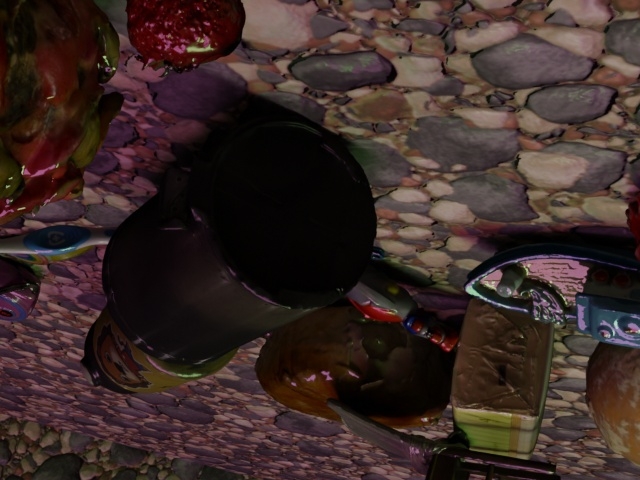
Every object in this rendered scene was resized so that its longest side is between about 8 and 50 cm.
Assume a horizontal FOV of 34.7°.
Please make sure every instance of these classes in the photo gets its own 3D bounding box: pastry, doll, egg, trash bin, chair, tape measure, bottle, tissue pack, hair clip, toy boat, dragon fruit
[{"bbox_3d":[0.062,0.202,1.543,0.330,0.136,0.329,9,156,4],"label":"pastry"},{"bbox_3d":[0.090,0.081,1.317,0.195,0.104,0.062,32,114,-7],"label":"doll"},{"bbox_3d":[0.416,0.176,1.220,0.203,0.203,0.245,3,152,22],"label":"egg"},{"bbox_3d":[-0.091,0.009,1.101,0.252,0.202,0.301,8,160,-27],"label":"trash bin"},{"bbox_3d":[0.144,0.338,1.364,0.319,0.186,0.160,10,162,20],"label":"chair"},{"bbox_3d":[-0.504,0.073,1.623,0.118,0.074,0.125,29,147,-22],"label":"tape measure"},{"bbox_3d":[-0.255,0.149,1.541,0.172,0.171,0.351,22,155,-21],"label":"bottle"},{"bbox_3d":[0.247,0.193,1.397,0.125,0.159,0.234,8,157,12],"label":"tissue pack"},{"bbox_3d":[-0.395,0.013,1.477,0.188,0.033,0.060,-5,152,36],"label":"hair clip"},{"bbox_3d":[0.276,0.060,1.130,0.238,0.098,0.109,9,132,25],"label":"toy boat"},{"bbox_3d":[-0.285,-0.141,0.794,0.263,0.296,0.314,12,-172,-41],"label":"dragon fruit"}]

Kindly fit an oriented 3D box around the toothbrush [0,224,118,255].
[{"bbox_3d":[-0.306,0.001,1.222,0.386,0.040,0.040,-1,166,-30],"label":"toothbrush"}]

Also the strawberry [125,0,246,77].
[{"bbox_3d":[-0.110,-0.184,0.805,0.106,0.106,0.106,11,157,5],"label":"strawberry"}]

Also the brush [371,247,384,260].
[{"bbox_3d":[0.000,0.000,1.268,0.164,0.014,0.051,13,158,-4],"label":"brush"}]

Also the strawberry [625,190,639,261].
[{"bbox_3d":[0.399,0.045,0.970,0.234,0.178,0.234,14,163,4],"label":"strawberry"}]
